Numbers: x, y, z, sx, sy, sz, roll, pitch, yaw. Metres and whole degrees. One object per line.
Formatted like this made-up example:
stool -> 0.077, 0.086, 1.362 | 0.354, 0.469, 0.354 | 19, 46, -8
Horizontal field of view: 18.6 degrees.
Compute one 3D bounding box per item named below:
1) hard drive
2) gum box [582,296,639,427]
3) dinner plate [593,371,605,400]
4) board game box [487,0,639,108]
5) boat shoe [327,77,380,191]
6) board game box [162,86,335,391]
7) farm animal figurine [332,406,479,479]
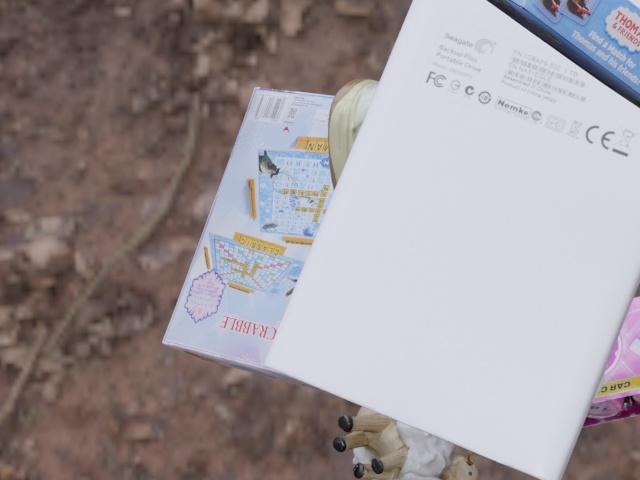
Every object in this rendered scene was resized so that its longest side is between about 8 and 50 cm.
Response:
hard drive -> 0.132, -0.027, 1.441 | 0.233, 0.047, 0.353 | 21, 86, 14
gum box -> 0.292, 0.131, 2.052 | 0.188, 0.062, 0.107 | -16, 60, 30
dinner plate -> 0.188, 0.114, 1.774 | 0.141, 0.141, 0.017 | 7, 24, 4
board game box -> 0.137, -0.114, 1.020 | 0.211, 0.039, 0.160 | 28, 10, -38
boat shoe -> 0.070, -0.009, 1.842 | 0.089, 0.285, 0.104 | 7, 23, 39
board game box -> 0.000, 0.000, 2.127 | 0.318, 0.066, 0.318 | 12, 78, 46
farm animal figurine -> 0.107, 0.329, 1.640 | 0.172, 0.330, 0.327 | -3, 36, -42
